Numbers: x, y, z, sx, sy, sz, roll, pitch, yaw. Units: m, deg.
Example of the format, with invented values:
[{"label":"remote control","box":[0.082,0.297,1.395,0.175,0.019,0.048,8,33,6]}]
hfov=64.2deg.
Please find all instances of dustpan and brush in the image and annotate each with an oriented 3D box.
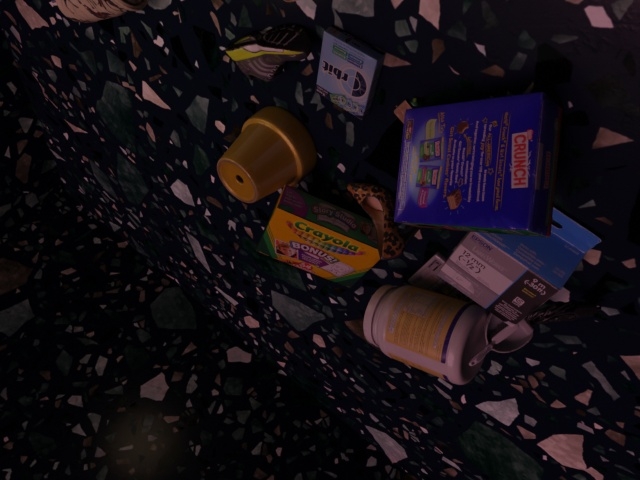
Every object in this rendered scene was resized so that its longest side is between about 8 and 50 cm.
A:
[{"label":"dustpan and brush","box":[0.500,0.281,1.455,0.147,0.211,0.060,50,-176,-9]}]

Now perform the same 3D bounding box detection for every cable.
[{"label":"cable","box":[0.599,0.184,1.296,0.150,0.185,0.047,127,137,-69]}]

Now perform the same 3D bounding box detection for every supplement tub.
[{"label":"supplement tub","box":[0.324,0.275,1.571,0.331,0.241,0.241,16,139,38]}]

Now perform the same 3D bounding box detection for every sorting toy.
[{"label":"sorting toy","box":[0.221,-0.315,1.252,0.062,0.012,0.083,51,152,-2]}]

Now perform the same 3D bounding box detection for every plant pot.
[{"label":"plant pot","box":[-0.178,-0.246,1.577,0.254,0.239,0.254,29,145,22]}]

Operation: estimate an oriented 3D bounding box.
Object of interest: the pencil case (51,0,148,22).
[{"label":"pencil case","box":[-0.688,-0.790,1.590,0.410,0.159,0.183,13,152,40]}]

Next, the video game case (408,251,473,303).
[{"label":"video game case","box":[0.388,0.141,1.595,0.183,0.023,0.201,41,148,6]}]

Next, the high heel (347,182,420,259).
[{"label":"high heel","box":[0.147,-0.062,1.471,0.261,0.186,0.093,34,147,16]}]

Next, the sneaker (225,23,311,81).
[{"label":"sneaker","box":[-0.126,-0.495,1.370,0.300,0.111,0.121,18,151,45]}]

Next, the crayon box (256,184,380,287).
[{"label":"crayon box","box":[0.000,0.000,1.673,0.363,0.106,0.313,22,150,-8]}]

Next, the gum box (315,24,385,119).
[{"label":"gum box","box":[0.069,-0.417,1.279,0.157,0.041,0.184,35,148,14]}]

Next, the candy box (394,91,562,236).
[{"label":"candy box","box":[0.329,-0.154,1.093,0.317,0.122,0.268,7,91,46]}]

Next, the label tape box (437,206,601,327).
[{"label":"label tape box","box":[0.481,0.046,1.289,0.249,0.115,0.347,37,150,12]}]
